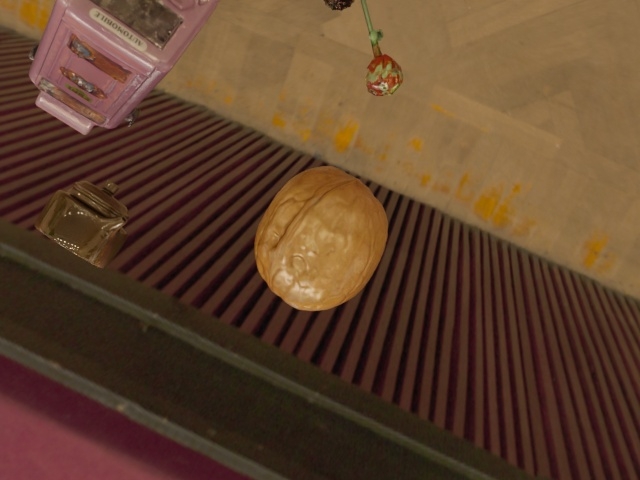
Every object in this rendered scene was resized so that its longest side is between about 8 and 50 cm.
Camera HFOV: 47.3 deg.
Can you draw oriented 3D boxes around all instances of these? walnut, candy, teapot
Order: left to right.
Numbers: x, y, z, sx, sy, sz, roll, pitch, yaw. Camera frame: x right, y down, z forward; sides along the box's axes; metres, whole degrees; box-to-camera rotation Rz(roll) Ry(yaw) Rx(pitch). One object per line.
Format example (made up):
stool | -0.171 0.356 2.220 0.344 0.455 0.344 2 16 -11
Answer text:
teapot | -0.518 -0.059 1.638 0.267 0.185 0.175 27 79 42
walnut | 0.000 0.000 1.105 0.193 0.193 0.226 34 124 -1
candy | 0.114 -0.454 1.633 0.084 0.078 0.288 -23 74 32

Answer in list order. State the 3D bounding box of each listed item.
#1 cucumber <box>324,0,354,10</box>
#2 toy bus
cucumber | 0.032 -0.376 0.995 0.072 0.300 0.072 0 92 -2
toy bus | -0.148 -0.150 0.534 0.096 0.199 0.108 32 71 -21
